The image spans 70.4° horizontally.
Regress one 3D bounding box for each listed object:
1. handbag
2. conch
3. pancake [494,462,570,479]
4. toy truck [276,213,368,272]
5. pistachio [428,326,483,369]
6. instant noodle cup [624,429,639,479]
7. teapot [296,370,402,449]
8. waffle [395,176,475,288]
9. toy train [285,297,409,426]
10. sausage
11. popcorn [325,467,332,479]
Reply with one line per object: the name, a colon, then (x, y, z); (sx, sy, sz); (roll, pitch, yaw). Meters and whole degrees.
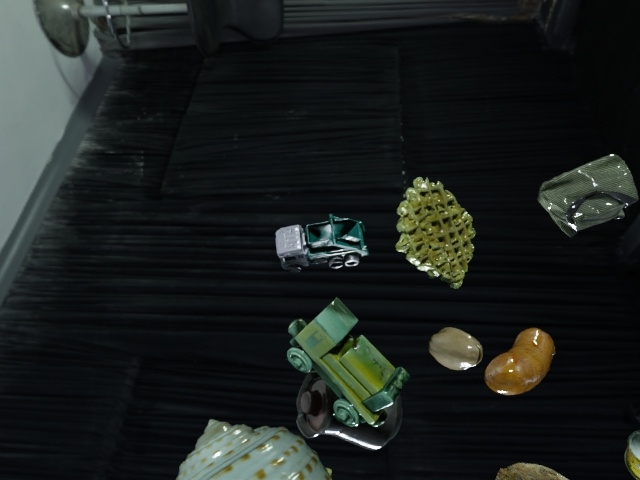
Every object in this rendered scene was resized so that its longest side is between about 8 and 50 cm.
handbag: (1.097, -0.179, 1.866); (0.247, 0.341, 0.240); (44, 27, -65)
conch: (-0.045, 0.245, 0.407); (0.131, 0.200, 0.172); (-49, 165, -18)
pancake: (0.661, 0.832, 1.344); (0.065, 0.356, 0.355); (-7, 100, -41)
toy truck: (0.000, 0.000, 1.083); (0.116, 0.216, 0.110); (69, 13, -62)
pistachio: (0.401, 0.322, 1.352); (0.185, 0.108, 0.126); (-20, -109, 59)
instant noodle cup: (1.240, 0.804, 1.698); (0.144, 0.182, 0.182); (57, 26, -34)
teapot: (0.118, 0.615, 1.714); (0.376, 0.362, 0.305); (-51, -143, 40)
waffle: (0.355, -0.028, 1.362); (0.073, 0.317, 0.297); (-20, -137, 51)
toy train: (0.073, 0.362, 1.320); (0.160, 0.397, 0.253); (-36, 170, -45)
sausage: (0.478, 0.293, 1.080); (0.271, 0.109, 0.108); (-11, 104, -47)
popcorn: (-0.031, 0.925, 1.458); (0.335, 0.279, 0.274); (50, -27, 46)
